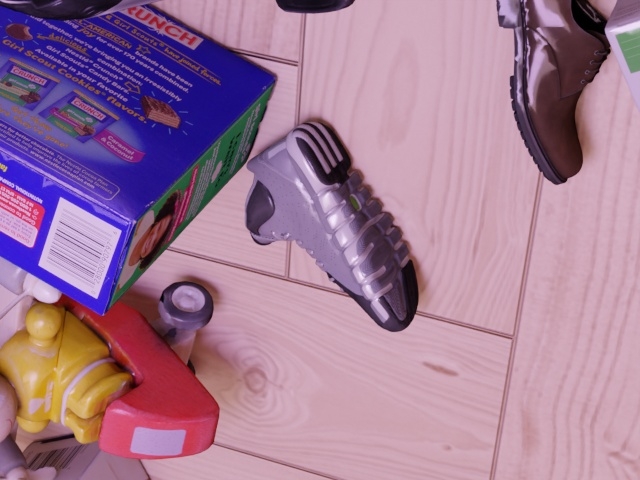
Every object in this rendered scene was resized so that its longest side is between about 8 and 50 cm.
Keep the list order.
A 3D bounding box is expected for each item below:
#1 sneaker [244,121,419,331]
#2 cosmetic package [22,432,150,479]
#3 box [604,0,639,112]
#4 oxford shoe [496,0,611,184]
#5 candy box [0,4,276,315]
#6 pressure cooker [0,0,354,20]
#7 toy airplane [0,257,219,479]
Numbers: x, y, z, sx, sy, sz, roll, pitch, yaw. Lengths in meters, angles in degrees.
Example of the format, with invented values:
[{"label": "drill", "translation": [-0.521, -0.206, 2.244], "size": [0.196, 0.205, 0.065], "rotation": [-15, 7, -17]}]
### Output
[{"label": "sneaker", "translation": [0.000, 0.000, 1.529], "size": [0.132, 0.086, 0.229], "rotation": [-23, 97, 37]}, {"label": "cosmetic package", "translation": [-0.257, 0.385, 1.828], "size": [0.153, 0.129, 0.296], "rotation": [-13, 112, 27]}, {"label": "box", "translation": [0.306, -0.173, 1.275], "size": [0.101, 0.102, 0.087], "rotation": [-16, 113, 29]}, {"label": "oxford shoe", "translation": [0.216, -0.153, 1.340], "size": [0.096, 0.083, 0.227], "rotation": [-2, 119, 19]}, {"label": "candy box", "translation": [-0.226, -0.111, 1.407], "size": [0.268, 0.317, 0.122], "rotation": [30, 127, 6]}, {"label": "pressure cooker", "translation": [-0.087, -0.381, 1.140], "size": [0.375, 0.420, 0.370], "rotation": [51, 137, 21]}, {"label": "toy airplane", "translation": [-0.334, 0.104, 1.603], "size": [0.384, 0.272, 0.386], "rotation": [-13, 118, 36]}]
